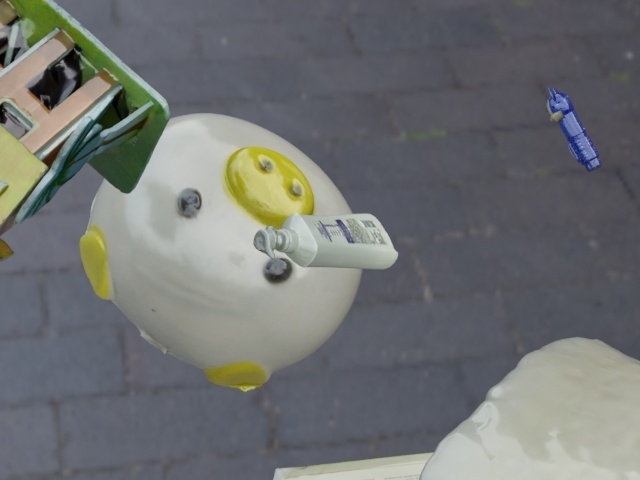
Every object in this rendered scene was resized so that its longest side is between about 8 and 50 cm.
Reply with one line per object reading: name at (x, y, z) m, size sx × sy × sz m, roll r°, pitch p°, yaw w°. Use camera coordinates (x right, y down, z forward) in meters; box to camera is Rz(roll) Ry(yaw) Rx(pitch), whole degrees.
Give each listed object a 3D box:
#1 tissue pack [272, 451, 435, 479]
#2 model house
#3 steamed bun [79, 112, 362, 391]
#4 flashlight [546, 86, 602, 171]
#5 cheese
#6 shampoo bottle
tissue pack at (0.052, 0.329, 1.864) m, size 0.234 × 0.125 × 0.159 m, roll -10°, pitch 36°, yaw 24°
model house at (-0.369, -0.139, 1.855) m, size 0.300 × 0.340 × 0.323 m, roll 41°, pitch 56°, yaw 3°
steamed bun at (-0.126, 0.006, 2.281) m, size 0.374 × 0.334 × 0.334 m, roll 36°, pitch 40°, yaw -3°
flashlight at (0.322, -0.142, 2.190) m, size 0.035 × 0.121 × 0.057 m, roll -29°, pitch -6°, yaw 18°
cheese at (0.137, 0.227, 0.879) m, size 0.153 × 0.332 × 0.292 m, roll 19°, pitch 32°, yaw 29°
shampoo bottle at (0.000, 0.000, 1.286) m, size 0.141 × 0.034 × 0.049 m, roll 2°, pitch 53°, yaw -50°
